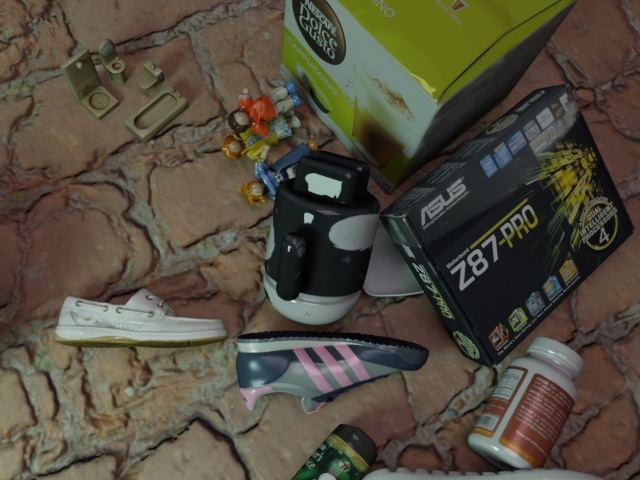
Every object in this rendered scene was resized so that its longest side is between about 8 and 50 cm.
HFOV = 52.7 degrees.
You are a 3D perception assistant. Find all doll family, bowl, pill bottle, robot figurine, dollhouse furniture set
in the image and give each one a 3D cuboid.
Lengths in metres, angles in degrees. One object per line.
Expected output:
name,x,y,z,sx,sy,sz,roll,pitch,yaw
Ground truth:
doll family,-0.085,-0.147,1.175,0.163,0.118,0.263,-33,97,-22
bowl,0.131,0.035,1.157,0.142,0.053,0.142,-5,73,-7
pill bottle,0.345,0.273,1.067,0.121,0.121,0.216,35,72,5
robot figurine,-0.003,0.000,1.049,0.209,0.173,0.278,-3,116,-31
dollhouse furniture set,-0.347,-0.276,1.165,0.151,0.123,0.144,42,72,8

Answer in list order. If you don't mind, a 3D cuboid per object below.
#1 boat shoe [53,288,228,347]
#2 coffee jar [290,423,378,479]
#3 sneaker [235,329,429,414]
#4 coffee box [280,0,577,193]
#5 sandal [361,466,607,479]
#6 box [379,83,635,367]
boat shoe,-0.288,0.124,1.054,0.277,0.098,0.096,2,73,-5
coffee jar,0.008,0.372,1.009,0.079,0.096,0.184,43,72,5
sneaker,0.020,0.219,1.069,0.318,0.112,0.131,2,89,-3
coffee box,0.164,-0.359,1.140,0.338,0.334,0.338,-39,80,-17
sandal,0.257,0.432,0.980,0.416,0.169,0.102,1,36,2
box,0.334,-0.029,1.115,0.395,0.097,0.318,-37,106,-16
